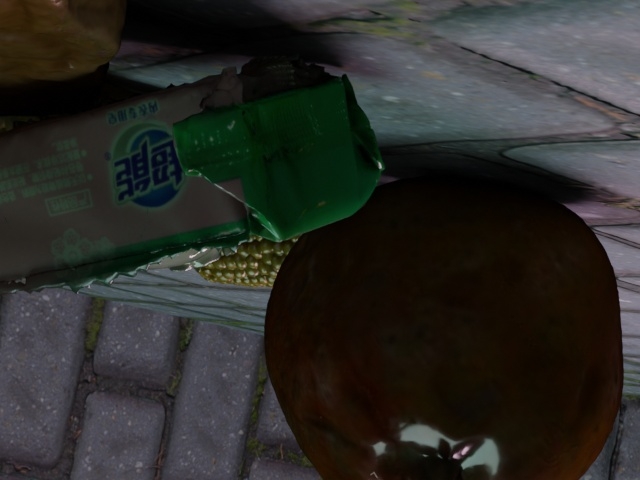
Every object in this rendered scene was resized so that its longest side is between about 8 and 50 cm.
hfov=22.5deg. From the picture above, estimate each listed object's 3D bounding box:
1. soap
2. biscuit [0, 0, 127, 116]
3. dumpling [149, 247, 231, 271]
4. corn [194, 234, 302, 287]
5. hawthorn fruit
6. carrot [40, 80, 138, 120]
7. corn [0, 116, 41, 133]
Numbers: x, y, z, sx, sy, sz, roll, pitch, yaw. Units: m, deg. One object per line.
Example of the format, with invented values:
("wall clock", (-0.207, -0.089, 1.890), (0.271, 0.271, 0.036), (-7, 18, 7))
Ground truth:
("soap", (-0.116, -0.033, 0.918), (0.273, 0.098, 0.218), (-11, -173, 28))
("biscuit", (-0.267, -0.134, 0.821), (0.350, 0.078, 0.455), (6, 172, 4))
("dumpling", (-0.109, -0.040, 1.205), (0.155, 0.111, 0.181), (-22, 175, 7))
("corn", (-0.002, 0.000, 1.377), (0.260, 0.091, 0.091), (3, -172, 23))
("hawthorn fruit", (0.093, 0.100, 1.177), (0.277, 0.277, 0.298), (10, -147, 1))
("carrot", (-0.087, -0.063, 1.109), (0.229, 0.069, 0.069), (15, 172, -24))
("corn", (-0.240, -0.058, 1.259), (0.093, 0.093, 0.244), (7, 170, 30))
